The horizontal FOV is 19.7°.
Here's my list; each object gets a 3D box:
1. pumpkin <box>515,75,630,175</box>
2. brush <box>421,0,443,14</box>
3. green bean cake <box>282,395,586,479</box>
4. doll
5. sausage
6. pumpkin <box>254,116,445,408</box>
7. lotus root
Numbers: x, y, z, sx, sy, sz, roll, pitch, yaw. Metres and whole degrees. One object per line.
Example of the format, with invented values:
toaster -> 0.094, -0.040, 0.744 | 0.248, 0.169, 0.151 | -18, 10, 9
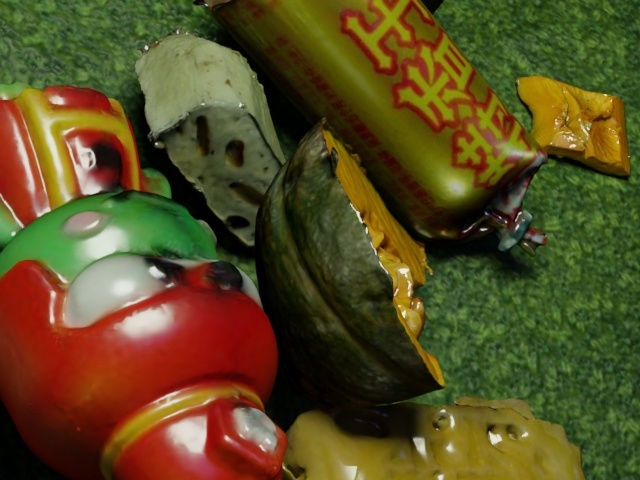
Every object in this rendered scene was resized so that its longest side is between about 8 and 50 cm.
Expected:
pumpkin -> 0.209, -0.097, 1.481 | 0.101, 0.035, 0.073 | 10, 56, -20
brush -> 0.043, -0.218, 1.363 | 0.123, 0.197, 0.059 | 41, 60, 1
green bean cake -> 0.070, 0.216, 1.165 | 0.230, 0.131, 0.224 | 6, 59, -26
doll -> -0.120, 0.062, 1.122 | 0.183, 0.160, 0.363 | 9, 37, -50
sausage -> 0.054, -0.099, 1.325 | 0.125, 0.117, 0.317 | -44, 107, -10
pumpkin -> -0.004, 0.000, 1.186 | 0.278, 0.111, 0.163 | -88, 155, -71
lotus root -> -0.069, -0.091, 1.273 | 0.143, 0.070, 0.144 | 47, 18, -52
